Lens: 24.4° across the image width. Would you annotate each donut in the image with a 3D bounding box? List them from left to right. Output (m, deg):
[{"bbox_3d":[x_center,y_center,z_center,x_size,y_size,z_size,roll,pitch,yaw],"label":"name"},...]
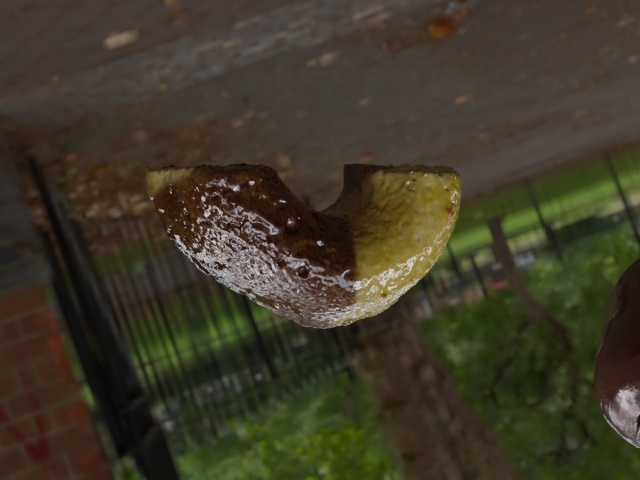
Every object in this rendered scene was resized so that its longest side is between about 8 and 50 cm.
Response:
[{"bbox_3d":[0.000,0.000,1.297,0.295,0.151,0.112,0,174,-16],"label":"donut"}]

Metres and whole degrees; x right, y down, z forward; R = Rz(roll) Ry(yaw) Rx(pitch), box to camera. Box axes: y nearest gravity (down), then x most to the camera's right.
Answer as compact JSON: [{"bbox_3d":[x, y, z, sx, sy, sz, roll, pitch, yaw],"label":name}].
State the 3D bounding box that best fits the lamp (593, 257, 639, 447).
[{"bbox_3d":[0.359,0.106,1.448,0.180,0.180,0.258,-22,-151,35],"label":"lamp"}]
